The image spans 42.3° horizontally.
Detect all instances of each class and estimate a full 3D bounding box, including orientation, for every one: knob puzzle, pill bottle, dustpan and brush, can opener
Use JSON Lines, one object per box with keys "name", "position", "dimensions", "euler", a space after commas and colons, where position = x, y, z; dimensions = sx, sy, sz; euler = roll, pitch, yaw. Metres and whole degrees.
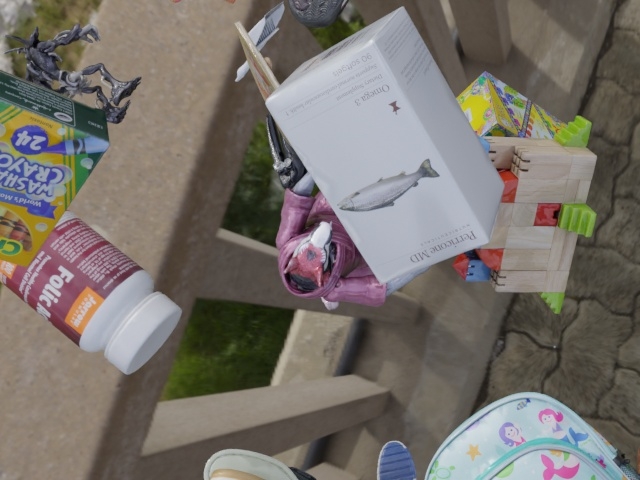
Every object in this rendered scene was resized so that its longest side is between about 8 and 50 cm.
{"name": "knob puzzle", "position": [-0.067, -0.227, 1.300], "dimensions": [0.030, 0.213, 0.213], "euler": [-27, 76, -5]}
{"name": "pill bottle", "position": [-0.521, 0.108, 1.858], "dimensions": [0.392, 0.224, 0.224], "euler": [37, 94, 7]}
{"name": "dustpan and brush", "position": [-0.156, -0.469, 1.996], "dimensions": [0.060, 0.147, 0.211], "euler": [45, 121, -10]}
{"name": "can opener", "position": [-0.068, -0.167, 1.522], "dimensions": [0.059, 0.073, 0.186], "euler": [-31, 58, 14]}

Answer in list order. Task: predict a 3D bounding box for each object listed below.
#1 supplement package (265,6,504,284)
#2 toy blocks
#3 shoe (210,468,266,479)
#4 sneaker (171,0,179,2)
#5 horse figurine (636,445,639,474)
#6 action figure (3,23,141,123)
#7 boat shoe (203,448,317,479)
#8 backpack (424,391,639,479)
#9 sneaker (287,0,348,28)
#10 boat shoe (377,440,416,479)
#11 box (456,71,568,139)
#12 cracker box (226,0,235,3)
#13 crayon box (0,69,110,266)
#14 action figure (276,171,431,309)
{"name": "supplement package", "position": [0.058, -0.075, 0.668], "dimensions": [0.105, 0.105, 0.179], "euler": [-25, 108, 29]}
{"name": "toy blocks", "position": [0.359, -0.048, 1.592], "dimensions": [0.261, 0.190, 0.381], "euler": [0, 115, -10]}
{"name": "shoe", "position": [-0.076, 0.397, 1.173], "dimensions": [0.077, 0.219, 0.058], "euler": [-27, 31, 32]}
{"name": "sneaker", "position": [-0.214, -0.363, 1.117], "dimensions": [0.081, 0.208, 0.094], "euler": [10, 124, 32]}
{"name": "horse figurine", "position": [0.587, 0.292, 1.299], "dimensions": [0.263, 0.066, 0.174], "euler": [-26, 109, -18]}
{"name": "action figure", "position": [-0.515, -0.358, 1.728], "dimensions": [0.276, 0.141, 0.164], "euler": [32, 133, 2]}
{"name": "boat shoe", "position": [-0.050, 0.473, 1.475], "dimensions": [0.340, 0.113, 0.127], "euler": [19, 70, -2]}
{"name": "backpack", "position": [0.237, 0.296, 0.891], "dimensions": [0.225, 0.191, 0.253], "euler": [-39, 66, 6]}
{"name": "sneaker", "position": [0.046, -0.379, 1.066], "dimensions": [0.106, 0.162, 0.281], "euler": [5, 78, 28]}
{"name": "boat shoe", "position": [0.137, 0.435, 1.404], "dimensions": [0.066, 0.066, 0.183], "euler": [-10, 70, 9]}
{"name": "box", "position": [0.380, -0.171, 1.863], "dimensions": [0.290, 0.279, 0.177], "euler": [-42, 34, 36]}
{"name": "cracker box", "position": [-0.209, -0.547, 1.477], "dimensions": [0.067, 0.156, 0.232], "euler": [-45, 37, 45]}
{"name": "crayon box", "position": [-0.474, -0.084, 1.200], "dimensions": [0.323, 0.203, 0.083], "euler": [-48, 41, 28]}
{"name": "action figure", "position": [0.000, 0.000, 1.222], "dimensions": [0.276, 0.370, 0.248], "euler": [-35, 91, 24]}
